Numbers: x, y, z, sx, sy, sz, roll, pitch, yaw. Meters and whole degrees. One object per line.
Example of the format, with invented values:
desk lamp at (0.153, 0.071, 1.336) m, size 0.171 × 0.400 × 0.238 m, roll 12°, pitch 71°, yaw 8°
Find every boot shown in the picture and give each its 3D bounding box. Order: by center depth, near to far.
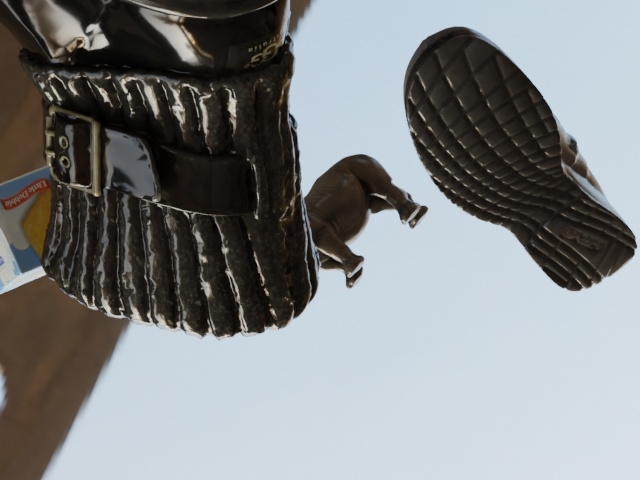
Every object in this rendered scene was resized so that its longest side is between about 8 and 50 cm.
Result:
boot at (-0.146, -0.107, 0.943) m, size 0.131 × 0.348 × 0.260 m, roll -35°, pitch -39°, yaw -33°
boot at (0.147, -0.112, 1.471) m, size 0.118 × 0.222 × 0.338 m, roll -31°, pitch -46°, yaw 10°

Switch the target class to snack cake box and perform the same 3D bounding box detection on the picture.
snack cake box at (-0.205, -0.044, 1.603) m, size 0.264 × 0.152 × 0.089 m, roll -24°, pitch -91°, yaw -22°

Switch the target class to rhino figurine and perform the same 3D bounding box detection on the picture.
rhino figurine at (0.000, 0.000, 1.646) m, size 0.243 × 0.106 × 0.073 m, roll -42°, pitch -16°, yaw -31°
